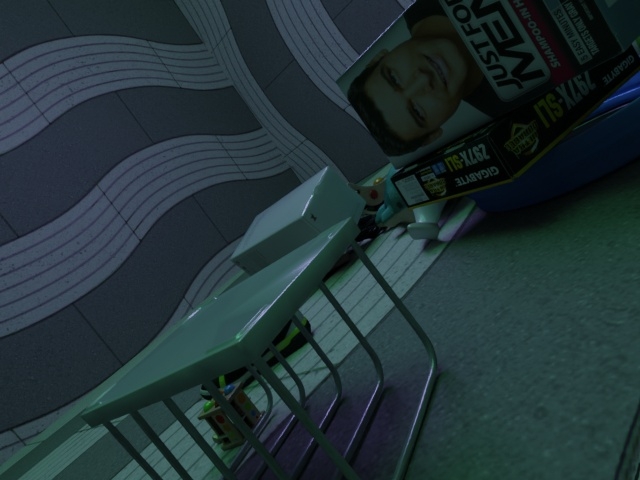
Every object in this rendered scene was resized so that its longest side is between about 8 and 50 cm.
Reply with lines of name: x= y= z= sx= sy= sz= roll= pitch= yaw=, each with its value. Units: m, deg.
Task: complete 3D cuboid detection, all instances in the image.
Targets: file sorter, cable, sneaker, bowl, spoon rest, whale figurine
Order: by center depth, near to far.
file sorter: x=-0.057 y=0.142 z=0.442 sx=0.278 sy=0.173 sz=0.193 roll=-30 pitch=10 yaw=37
bowl: x=0.419 y=-0.179 z=0.745 sx=0.391 sy=0.077 sz=0.391 roll=-34 pitch=8 yaw=5
sneaker: x=-0.127 y=0.184 z=0.785 sx=0.235 sy=0.097 sz=0.084 roll=-35 pitch=7 yaw=-3
spoon rest: x=0.212 y=-0.105 z=0.882 sx=0.138 sy=0.084 sz=0.276 roll=1 pitch=51 yaw=18
whale figurine: x=0.207 y=-0.120 z=1.066 sx=0.216 sy=0.141 sz=0.272 roll=-42 pitch=3 yaw=-22
cable: x=0.103 y=-0.024 z=1.241 sx=0.185 sy=0.047 sz=0.150 roll=-19 pitch=19 yaw=-1

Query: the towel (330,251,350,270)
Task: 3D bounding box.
towel: x=-0.067 y=0.117 z=1.209 sx=0.329 sy=0.037 sz=0.237 roll=-35 pitch=8 yaw=2

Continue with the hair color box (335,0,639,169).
hair color box: x=0.197 y=-0.254 z=0.607 sx=0.114 sy=0.185 sz=0.375 roll=-41 pitch=9 yaw=-28

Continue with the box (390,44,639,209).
box: x=0.301 y=-0.185 z=0.714 sx=0.322 sy=0.079 sz=0.257 roll=-38 pitch=6 yaw=-19

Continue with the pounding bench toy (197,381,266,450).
pounding bench toy: x=-0.130 y=0.236 z=0.591 sx=0.083 sy=0.065 sz=0.052 roll=-32 pitch=8 yaw=29

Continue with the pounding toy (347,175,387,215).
pounding toy: x=0.116 y=-0.114 z=1.397 sx=0.270 sy=0.154 sz=0.155 roll=-38 pitch=8 yaw=-28

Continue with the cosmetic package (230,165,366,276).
cosmetic package: x=-0.071 y=-0.024 z=1.207 sx=0.366 sy=0.155 sz=0.196 roll=-25 pitch=31 yaw=47

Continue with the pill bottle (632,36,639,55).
pill bottle: x=0.721 y=-0.439 z=0.822 sx=0.246 sy=0.136 sz=0.136 roll=-27 pitch=11 yaw=48
